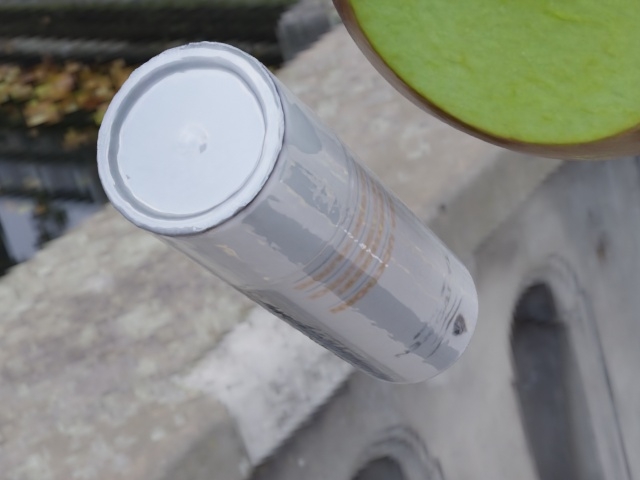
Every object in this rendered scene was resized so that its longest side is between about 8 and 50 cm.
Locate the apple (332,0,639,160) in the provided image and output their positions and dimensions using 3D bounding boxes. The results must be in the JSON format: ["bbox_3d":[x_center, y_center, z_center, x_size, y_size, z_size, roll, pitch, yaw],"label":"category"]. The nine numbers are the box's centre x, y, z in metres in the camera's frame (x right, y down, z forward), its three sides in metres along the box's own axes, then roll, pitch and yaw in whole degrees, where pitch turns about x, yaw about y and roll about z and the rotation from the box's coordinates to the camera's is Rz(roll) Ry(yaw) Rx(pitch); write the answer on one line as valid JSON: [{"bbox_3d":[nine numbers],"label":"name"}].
[{"bbox_3d":[0.047,-0.074,0.341,0.102,0.114,0.099,17,54,11],"label":"apple"}]

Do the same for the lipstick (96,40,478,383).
[{"bbox_3d":[0.000,0.000,0.375,0.040,0.141,0.040,-6,72,19],"label":"lipstick"}]
